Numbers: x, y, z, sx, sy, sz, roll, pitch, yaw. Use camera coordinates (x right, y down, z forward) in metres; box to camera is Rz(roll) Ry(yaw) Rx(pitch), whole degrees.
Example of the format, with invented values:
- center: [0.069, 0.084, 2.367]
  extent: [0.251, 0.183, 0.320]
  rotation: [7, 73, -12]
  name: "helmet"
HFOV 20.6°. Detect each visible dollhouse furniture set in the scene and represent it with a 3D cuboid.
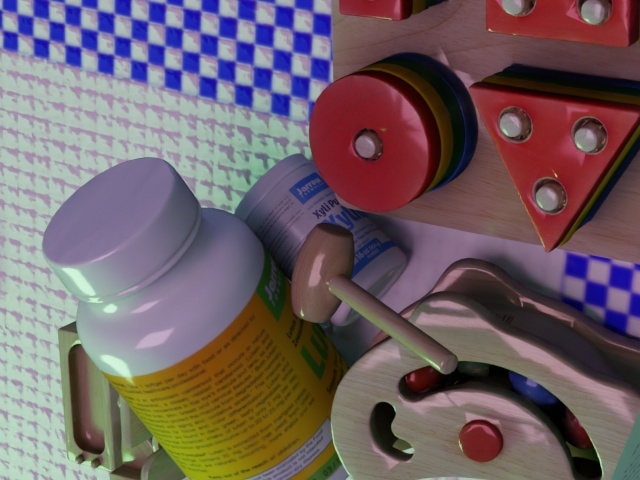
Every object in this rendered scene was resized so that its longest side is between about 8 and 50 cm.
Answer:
- center: [-0.162, 0.132, 1.329]
  extent: [0.151, 0.123, 0.144]
  rotation: [11, 112, 31]
  name: "dollhouse furniture set"

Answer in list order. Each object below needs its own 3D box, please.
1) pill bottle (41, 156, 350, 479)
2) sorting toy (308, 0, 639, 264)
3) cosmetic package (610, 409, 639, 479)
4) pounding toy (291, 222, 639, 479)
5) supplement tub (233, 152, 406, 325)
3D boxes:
- center: [-0.077, 0.066, 1.182]
  extent: [0.136, 0.136, 0.246]
  rotation: [-7, 131, 35]
  name: "pill bottle"
- center: [0.104, -0.113, 1.059]
  extent: [0.257, 0.089, 0.255]
  rotation: [11, 114, 30]
  name: "sorting toy"
- center: [0.337, 0.110, 0.756]
  extent: [0.329, 0.393, 0.327]
  rotation: [38, 112, 5]
  name: "cosmetic package"
- center: [0.085, 0.113, 1.110]
  extent: [0.269, 0.155, 0.154]
  rotation: [27, 116, 9]
  name: "pounding toy"
- center: [0.000, 0.000, 1.207]
  extent: [0.107, 0.071, 0.071]
  rotation: [45, 125, 12]
  name: "supplement tub"
